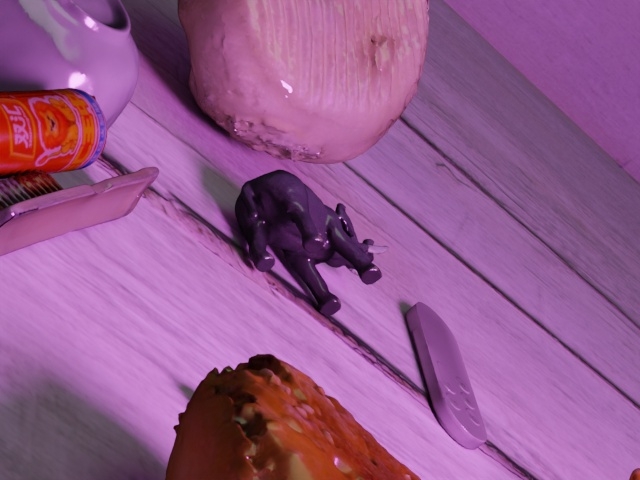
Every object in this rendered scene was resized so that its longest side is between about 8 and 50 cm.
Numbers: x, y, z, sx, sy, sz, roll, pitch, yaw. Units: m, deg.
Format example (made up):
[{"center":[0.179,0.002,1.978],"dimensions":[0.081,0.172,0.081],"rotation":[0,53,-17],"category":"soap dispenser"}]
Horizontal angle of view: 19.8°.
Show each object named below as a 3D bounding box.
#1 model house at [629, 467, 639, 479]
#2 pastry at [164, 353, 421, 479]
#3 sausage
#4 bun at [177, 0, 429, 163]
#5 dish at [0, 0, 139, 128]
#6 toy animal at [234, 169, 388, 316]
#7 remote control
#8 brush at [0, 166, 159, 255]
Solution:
[{"center":[0.347,0.383,1.849],"dimensions":[0.237,0.202,0.237],"rotation":[-17,34,-34],"category":"model house"},{"center":[0.000,0.232,1.311],"dimensions":[0.311,0.162,0.255],"rotation":[46,15,-3],"category":"pastry"},{"center":[-0.270,-0.085,1.474],"dimensions":[0.074,0.074,0.274],"rotation":[52,23,12],"category":"sausage"},{"center":[-0.037,-0.252,2.129],"dimensions":[0.362,0.234,0.326],"rotation":[-43,118,-47],"category":"bun"},{"center":[-0.261,-0.201,1.693],"dimensions":[0.256,0.117,0.256],"rotation":[43,18,-18],"category":"dish"},{"center":[0.005,0.008,1.957],"dimensions":[0.269,0.082,0.137],"rotation":[27,28,-49],"category":"toy animal"},{"center":[0.141,0.151,2.087],"dimensions":[0.077,0.022,0.245],"rotation":[42,18,-27],"category":"remote control"},{"center":[-0.218,-0.033,1.535],"dimensions":[0.050,0.060,0.321],"rotation":[40,16,8],"category":"brush"}]
